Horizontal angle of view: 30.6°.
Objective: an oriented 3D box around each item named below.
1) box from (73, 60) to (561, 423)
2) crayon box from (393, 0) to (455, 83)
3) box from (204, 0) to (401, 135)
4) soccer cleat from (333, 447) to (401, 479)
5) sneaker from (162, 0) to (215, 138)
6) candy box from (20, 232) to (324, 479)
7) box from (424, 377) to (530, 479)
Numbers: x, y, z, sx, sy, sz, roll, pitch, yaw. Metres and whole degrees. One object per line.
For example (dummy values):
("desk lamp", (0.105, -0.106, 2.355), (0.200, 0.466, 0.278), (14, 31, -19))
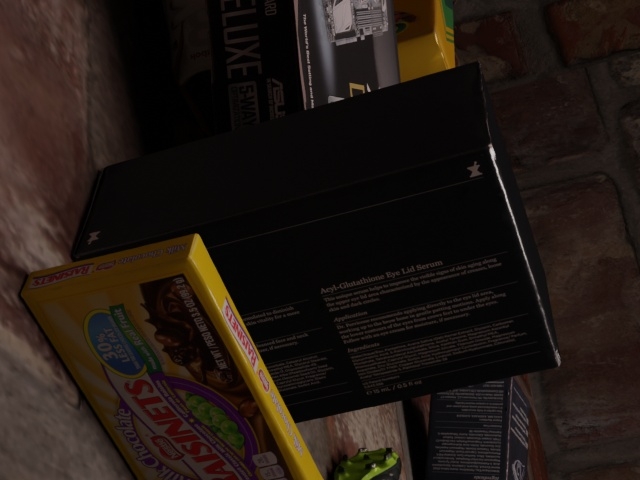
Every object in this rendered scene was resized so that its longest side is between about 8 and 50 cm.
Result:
("box", (0.004, 0.015, 0.761), (0.103, 0.261, 0.184), (-88, 159, -49))
("crayon box", (0.041, -0.207, 1.259), (0.318, 0.202, 0.081), (-84, 155, -57))
("box", (-0.008, -0.164, 0.927), (0.242, 0.077, 0.307), (-8, 93, -69))
("soccer cleat", (0.038, 0.252, 1.105), (0.179, 0.060, 0.072), (-41, 125, -68))
("sneaker", (-0.081, -0.198, 0.966), (0.123, 0.106, 0.290), (-66, 141, -72))
("candy box", (-0.080, 0.091, 0.682), (0.027, 0.105, 0.206), (-78, 150, -51))
("box", (0.205, 0.289, 1.522), (0.153, 0.108, 0.207), (51, 42, -61))
